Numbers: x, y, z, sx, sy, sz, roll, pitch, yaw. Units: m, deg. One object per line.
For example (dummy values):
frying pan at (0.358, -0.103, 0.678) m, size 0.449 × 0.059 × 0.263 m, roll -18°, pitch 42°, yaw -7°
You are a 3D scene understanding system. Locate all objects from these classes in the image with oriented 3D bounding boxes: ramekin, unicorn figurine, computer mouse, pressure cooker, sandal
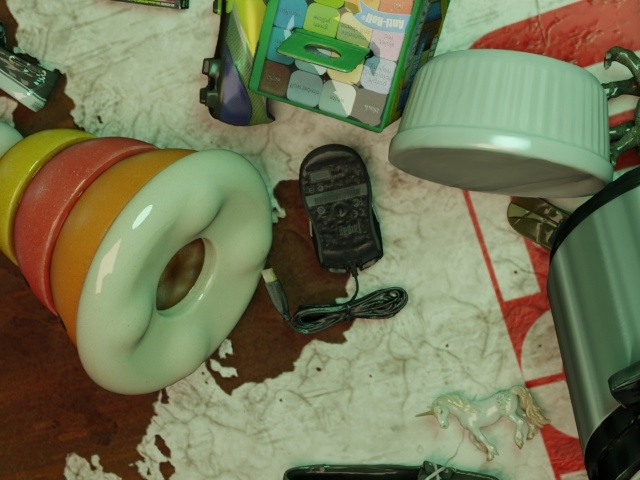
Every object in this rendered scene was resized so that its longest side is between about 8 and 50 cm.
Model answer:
ramekin at (0.223, -0.139, 1.417) m, size 0.272 × 0.273 × 0.127 m, roll 8°, pitch 83°, yaw 14°
unicorn figurine at (0.225, 0.247, 1.617) m, size 0.162 × 0.060 × 0.111 m, roll -28°, pitch 94°, yaw 3°
computer mouse at (0.000, 0.000, 1.607) m, size 0.184 × 0.060 × 0.262 m, roll -17°, pitch 108°, yaw 5°
pressure cooker at (0.457, 0.158, 1.284) m, size 0.369 × 0.420 × 0.376 m, roll -1°, pitch 142°, yaw -3°
sandal at (0.325, 0.000, 1.533) m, size 0.180 × 0.049 × 0.072 m, roll 38°, pitch 105°, yaw 19°

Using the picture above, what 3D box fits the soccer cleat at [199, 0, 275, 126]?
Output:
soccer cleat at (-0.082, -0.294, 1.564) m, size 0.121 × 0.093 × 0.289 m, roll 8°, pitch 103°, yaw -18°

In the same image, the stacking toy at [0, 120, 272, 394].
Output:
stacking toy at (-0.337, -0.037, 1.615) m, size 0.479 × 0.350 × 0.351 m, roll 28°, pitch 110°, yaw 27°

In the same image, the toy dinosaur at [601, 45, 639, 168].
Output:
toy dinosaur at (0.427, -0.169, 1.442) m, size 0.160 × 0.121 × 0.314 m, roll -3°, pitch 98°, yaw 4°

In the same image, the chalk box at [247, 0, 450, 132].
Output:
chalk box at (0.034, -0.249, 1.420) m, size 0.180 × 0.289 × 0.179 m, roll 19°, pitch 107°, yaw 10°

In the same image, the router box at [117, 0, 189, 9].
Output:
router box at (-0.237, -0.369, 1.600) m, size 0.122 × 0.038 × 0.092 m, roll 11°, pitch 105°, yaw 13°

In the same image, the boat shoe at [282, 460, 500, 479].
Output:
boat shoe at (0.098, 0.355, 1.644) m, size 0.335 × 0.112 × 0.096 m, roll -11°, pitch 105°, yaw 21°

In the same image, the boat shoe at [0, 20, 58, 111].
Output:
boat shoe at (-0.472, -0.279, 1.670) m, size 0.228 × 0.080 × 0.076 m, roll 38°, pitch 92°, yaw 7°
